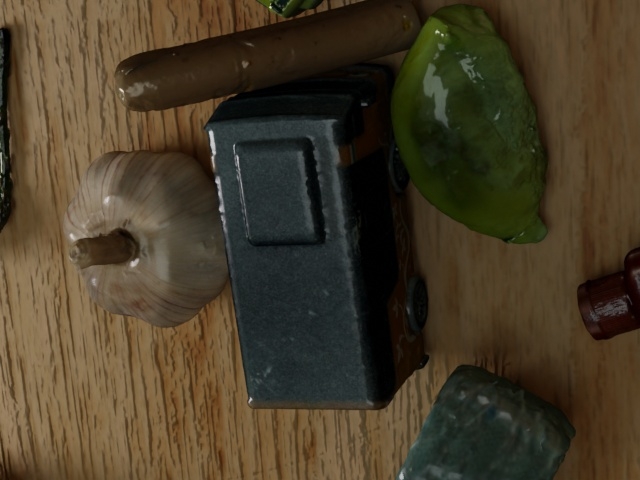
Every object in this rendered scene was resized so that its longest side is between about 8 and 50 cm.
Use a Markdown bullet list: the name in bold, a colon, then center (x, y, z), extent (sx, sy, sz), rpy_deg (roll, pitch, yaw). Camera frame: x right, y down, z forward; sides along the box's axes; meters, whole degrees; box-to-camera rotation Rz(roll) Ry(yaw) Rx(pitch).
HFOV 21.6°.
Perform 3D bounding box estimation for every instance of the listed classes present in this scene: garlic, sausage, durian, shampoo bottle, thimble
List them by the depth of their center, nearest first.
- **shampoo bottle**: center (0.377, 0.034, 1.611), extent (0.260, 0.064, 0.102), rpy_deg (-20, 114, 25)
- **sausage**: center (-0.050, -0.180, 1.614), extent (0.301, 0.066, 0.065), rpy_deg (-16, 104, -9)
- **durian**: center (0.142, -0.104, 1.630), extent (0.139, 0.101, 0.250), rpy_deg (-4, 111, 20)
- **thimble**: center (0.155, 0.239, 1.689), extent (0.143, 0.198, 0.235), rpy_deg (25, 121, 8)
- **garlic**: center (-0.192, 0.010, 1.724), extent (0.199, 0.226, 0.199), rpy_deg (4, 104, 18)

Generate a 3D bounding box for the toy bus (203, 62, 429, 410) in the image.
- **toy bus**: center (0.000, 0.000, 1.667), extent (0.162, 0.194, 0.323), rpy_deg (-1, 108, 21)

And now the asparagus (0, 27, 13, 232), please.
- **asparagus**: center (-0.351, -0.120, 1.849), extent (0.023, 0.022, 0.232), rpy_deg (-6, 109, -25)

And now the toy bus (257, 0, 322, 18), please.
- **toy bus**: center (-0.009, -0.301, 1.626), extent (0.101, 0.088, 0.175), rpy_deg (42, 116, 3)
